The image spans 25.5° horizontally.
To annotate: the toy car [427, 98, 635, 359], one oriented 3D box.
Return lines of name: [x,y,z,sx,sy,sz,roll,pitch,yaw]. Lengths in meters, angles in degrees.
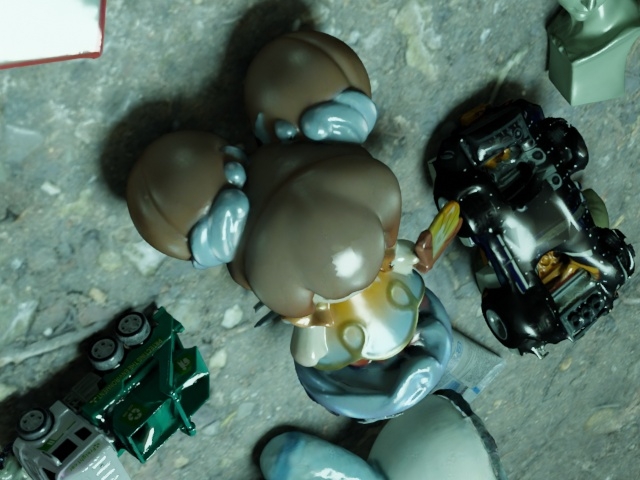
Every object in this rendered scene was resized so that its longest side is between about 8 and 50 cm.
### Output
toy car: [0.245,-0.021,1.670,0.193,0.118,0.301,-30,103,-15]

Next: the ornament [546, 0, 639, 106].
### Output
ornament: [0.302,-0.279,1.587,0.120,0.130,0.285,-24,145,-4]

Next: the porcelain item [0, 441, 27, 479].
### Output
porcelain item: [-0.342,0.251,1.479,0.075,0.021,0.136,13,111,-47]

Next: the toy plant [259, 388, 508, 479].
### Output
toy plant: [0.045,0.338,1.741,0.332,0.247,0.247,-18,132,-16]

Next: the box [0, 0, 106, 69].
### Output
box: [-0.324,-0.287,0.857,0.312,0.300,0.314,-14,128,-35]

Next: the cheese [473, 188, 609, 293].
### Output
cheese: [0.280,0.026,1.820,0.202,0.091,0.175,-11,125,-36]

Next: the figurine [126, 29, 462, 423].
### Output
figurine: [0.002,0.000,1.460,0.276,0.248,0.388,-44,150,-10]

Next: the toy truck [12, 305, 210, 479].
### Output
toy truck: [-0.202,0.179,1.461,0.216,0.116,0.110,-43,140,-23]

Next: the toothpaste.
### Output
toothpaste: [0.157,0.156,1.836,0.114,0.073,0.299,-48,148,1]
